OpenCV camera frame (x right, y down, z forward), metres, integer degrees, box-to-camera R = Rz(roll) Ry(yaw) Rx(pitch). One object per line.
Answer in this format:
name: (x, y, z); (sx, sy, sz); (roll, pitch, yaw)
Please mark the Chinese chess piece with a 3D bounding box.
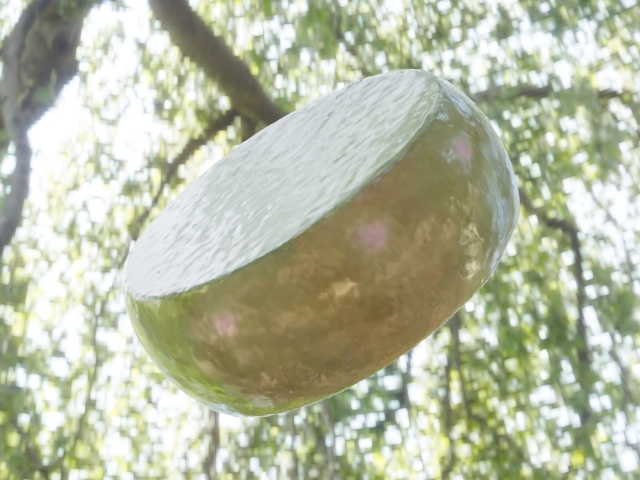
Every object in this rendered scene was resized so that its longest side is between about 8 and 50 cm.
Chinese chess piece: (0.000, 0.000, 0.554); (0.144, 0.144, 0.058); (-29, -70, 16)
